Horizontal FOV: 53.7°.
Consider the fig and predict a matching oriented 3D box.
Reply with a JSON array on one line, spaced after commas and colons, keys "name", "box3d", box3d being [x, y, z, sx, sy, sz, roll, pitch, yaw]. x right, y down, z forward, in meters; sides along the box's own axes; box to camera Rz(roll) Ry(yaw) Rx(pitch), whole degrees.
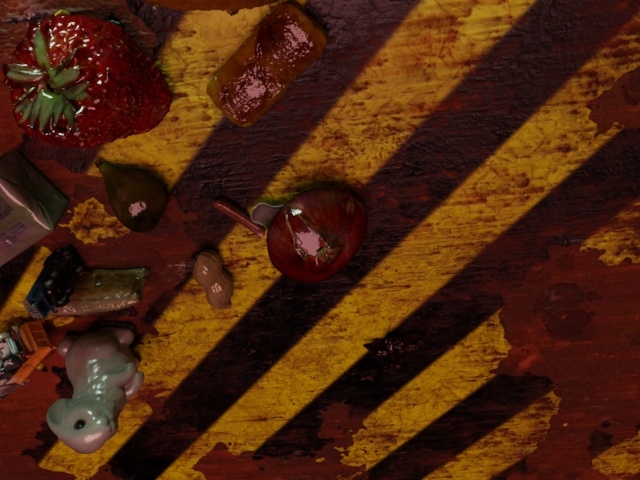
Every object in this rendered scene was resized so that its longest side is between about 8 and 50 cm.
[{"name": "fig", "box3d": [-0.440, -0.099, 1.431, 0.184, 0.127, 0.133, 23, 136, -19]}]

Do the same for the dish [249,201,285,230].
[{"name": "dish", "box3d": [-0.102, -0.057, 1.501, 0.137, 0.039, 0.091, 21, 120, -17]}]

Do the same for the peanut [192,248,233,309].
[{"name": "peanut", "box3d": [-0.269, 0.103, 1.599, 0.082, 0.082, 0.187, -15, 125, 11]}]

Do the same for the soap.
[{"name": "soap", "box3d": [-0.719, -0.074, 1.443, 0.199, 0.138, 0.182, -28, 121, 19]}]

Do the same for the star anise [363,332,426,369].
[{"name": "star anise", "box3d": [0.209, 0.318, 1.705, 0.140, 0.144, 0.158, 30, 120, -28]}]

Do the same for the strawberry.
[{"name": "strawberry", "box3d": [-0.458, -0.303, 1.249, 0.260, 0.257, 0.261, 4, 103, 19]}]

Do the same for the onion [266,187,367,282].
[{"name": "onion", "box3d": [-0.002, -0.005, 1.445, 0.248, 0.161, 0.248, -25, 152, -15]}]

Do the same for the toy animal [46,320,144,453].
[{"name": "toy animal", "box3d": [-0.593, 0.389, 1.640, 0.257, 0.357, 0.194, -4, 128, 6]}]

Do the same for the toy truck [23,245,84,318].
[{"name": "toy truck", "box3d": [-0.647, 0.105, 1.532, 0.088, 0.202, 0.074, -13, 128, 14]}]

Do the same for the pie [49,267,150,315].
[{"name": "pie", "box3d": [-0.569, 0.129, 1.595, 0.282, 0.129, 0.068, -8, 137, 4]}]

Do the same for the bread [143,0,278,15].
[{"name": "bread", "box3d": [-0.210, -0.497, 1.107, 0.339, 0.179, 0.195, 3, 126, 0]}]

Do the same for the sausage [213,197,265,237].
[{"name": "sausage", "box3d": [-0.192, -0.057, 1.510, 0.147, 0.030, 0.035, 35, 116, -22]}]

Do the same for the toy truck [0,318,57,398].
[{"name": "toy truck", "box3d": [-0.848, 0.331, 1.731, 0.270, 0.114, 0.135, -42, 158, 24]}]

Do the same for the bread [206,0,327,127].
[{"name": "bread", "box3d": [-0.113, -0.354, 1.270, 0.139, 0.077, 0.271, 41, 120, -21]}]
